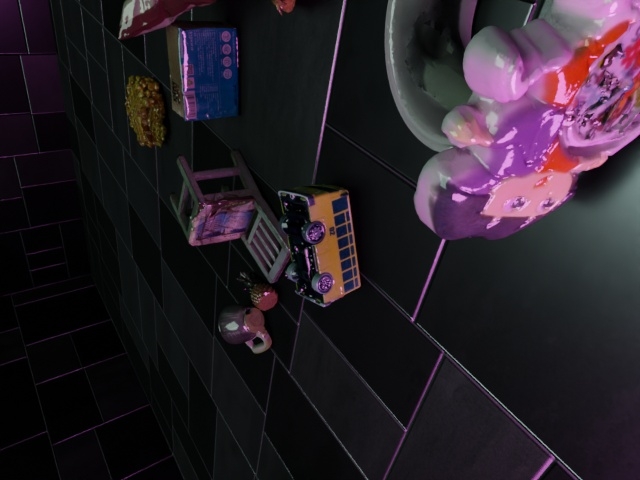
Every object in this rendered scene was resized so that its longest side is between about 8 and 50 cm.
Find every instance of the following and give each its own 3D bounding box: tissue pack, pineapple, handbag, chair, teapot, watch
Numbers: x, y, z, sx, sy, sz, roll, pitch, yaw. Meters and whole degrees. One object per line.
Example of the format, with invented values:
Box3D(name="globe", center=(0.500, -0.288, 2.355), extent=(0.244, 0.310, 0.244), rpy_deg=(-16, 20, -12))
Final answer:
Box3D(name="tissue pack", center=(-0.223, -0.325, 0.895), extent=(0.082, 0.119, 0.169), rpy_deg=(39, 135, 44))
Box3D(name="pineapple", center=(-0.138, 0.099, 1.016), extent=(0.124, 0.058, 0.058), rpy_deg=(44, 137, 47))
Box3D(name="handbag", center=(-0.255, -0.466, 0.803), extent=(0.212, 0.127, 0.235), rpy_deg=(-14, 67, 28))
Box3D(name="chair", center=(-0.190, -0.039, 0.945), extent=(0.271, 0.147, 0.136), rpy_deg=(60, 144, 22))
Box3D(name="teapot", center=(-0.162, 0.195, 1.079), extent=(0.090, 0.124, 0.092), rpy_deg=(-18, 47, 42))
Box3D(name="watch", center=(0.134, -0.149, 0.391), extent=(0.231, 0.195, 0.244), rpy_deg=(57, 147, 35))

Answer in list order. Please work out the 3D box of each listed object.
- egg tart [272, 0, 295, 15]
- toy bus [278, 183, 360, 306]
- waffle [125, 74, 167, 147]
Box3D(name="egg tart", center=(-0.096, -0.427, 0.624), extent=(0.098, 0.232, 0.252), rpy_deg=(-34, 87, 15))
Box3D(name="toy bus", center=(0.000, 0.000, 0.719), extent=(0.088, 0.101, 0.175), rpy_deg=(19, 123, 51))
Box3D(name="waffle", center=(-0.492, -0.363, 1.321), extent=(0.197, 0.070, 0.193), rpy_deg=(29, 126, 48))
